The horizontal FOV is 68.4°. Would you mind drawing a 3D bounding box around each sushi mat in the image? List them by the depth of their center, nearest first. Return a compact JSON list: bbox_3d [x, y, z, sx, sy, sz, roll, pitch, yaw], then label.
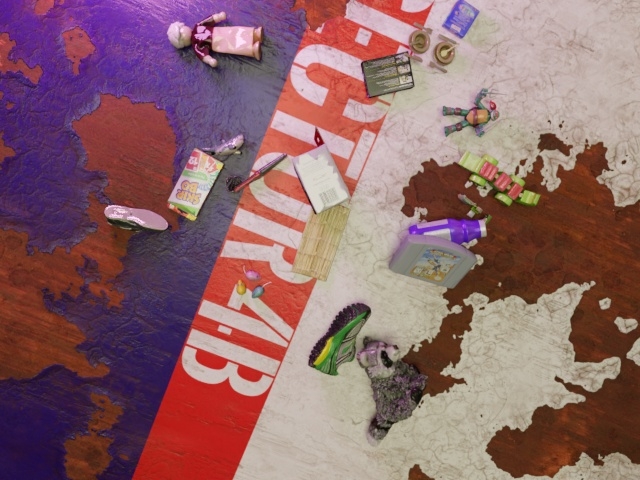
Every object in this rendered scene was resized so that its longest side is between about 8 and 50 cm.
[{"bbox_3d":[0.000,0.000,1.873,0.152,0.019,0.316,18,98,-3],"label":"sushi mat"}]

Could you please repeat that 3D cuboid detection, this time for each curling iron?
[{"bbox_3d":[-0.249,-0.264,1.817,0.274,0.035,0.068,-28,99,3],"label":"curling iron"}]

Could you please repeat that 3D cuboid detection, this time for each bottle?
[{"bbox_3d":[0.488,-0.024,1.818,0.283,0.092,0.118,-11,125,11],"label":"bottle"}]

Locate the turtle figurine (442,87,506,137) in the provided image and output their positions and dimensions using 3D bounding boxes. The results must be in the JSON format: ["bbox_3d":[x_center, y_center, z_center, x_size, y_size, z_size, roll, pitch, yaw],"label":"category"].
[{"bbox_3d":[0.582,-0.463,1.766,0.234,0.118,0.175,-6,84,15],"label":"turtle figurine"}]

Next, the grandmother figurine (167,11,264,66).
[{"bbox_3d":[-0.388,-0.728,1.715,0.343,0.104,0.207,7,71,0],"label":"grandmother figurine"}]

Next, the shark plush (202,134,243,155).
[{"bbox_3d":[-0.368,-0.359,1.807,0.161,0.073,0.067,-11,79,21],"label":"shark plush"}]

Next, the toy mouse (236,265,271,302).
[{"bbox_3d":[-0.268,0.178,1.889,0.143,0.031,0.160,-3,99,-1],"label":"toy mouse"}]

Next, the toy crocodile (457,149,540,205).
[{"bbox_3d":[0.682,-0.233,1.809,0.341,0.105,0.115,34,97,-6],"label":"toy crocodile"}]

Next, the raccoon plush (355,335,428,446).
[{"bbox_3d":[0.213,0.608,1.893,0.299,0.216,0.446,31,97,2],"label":"raccoon plush"}]

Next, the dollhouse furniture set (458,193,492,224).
[{"bbox_3d":[0.589,-0.116,1.841,0.152,0.076,0.058,36,98,-7],"label":"dollhouse furniture set"}]

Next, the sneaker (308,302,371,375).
[{"bbox_3d":[0.098,0.396,1.897,0.146,0.134,0.343,32,106,-13],"label":"sneaker"}]

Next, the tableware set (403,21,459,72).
[{"bbox_3d":[0.416,-0.714,1.736,0.194,0.039,0.128,17,92,-15],"label":"tableware set"}]

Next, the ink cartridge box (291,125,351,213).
[{"bbox_3d":[-0.016,-0.239,1.682,0.130,0.309,0.271,-25,93,-1],"label":"ink cartridge box"}]

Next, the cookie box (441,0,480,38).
[{"bbox_3d":[0.518,-0.821,1.744,0.092,0.040,0.107,31,97,-6],"label":"cookie box"}]

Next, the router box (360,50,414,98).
[{"bbox_3d":[0.252,-0.621,1.767,0.179,0.046,0.133,-12,99,0],"label":"router box"}]

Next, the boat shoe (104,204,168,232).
[{"bbox_3d":[-0.711,-0.073,1.828,0.233,0.084,0.079,12,137,-10],"label":"boat shoe"}]

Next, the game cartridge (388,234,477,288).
[{"bbox_3d":[0.437,0.078,1.815,0.298,0.062,0.198,16,135,-13],"label":"game cartridge"}]

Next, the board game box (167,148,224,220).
[{"bbox_3d":[-0.487,-0.212,1.823,0.124,0.039,0.259,29,100,-5],"label":"board game box"}]
